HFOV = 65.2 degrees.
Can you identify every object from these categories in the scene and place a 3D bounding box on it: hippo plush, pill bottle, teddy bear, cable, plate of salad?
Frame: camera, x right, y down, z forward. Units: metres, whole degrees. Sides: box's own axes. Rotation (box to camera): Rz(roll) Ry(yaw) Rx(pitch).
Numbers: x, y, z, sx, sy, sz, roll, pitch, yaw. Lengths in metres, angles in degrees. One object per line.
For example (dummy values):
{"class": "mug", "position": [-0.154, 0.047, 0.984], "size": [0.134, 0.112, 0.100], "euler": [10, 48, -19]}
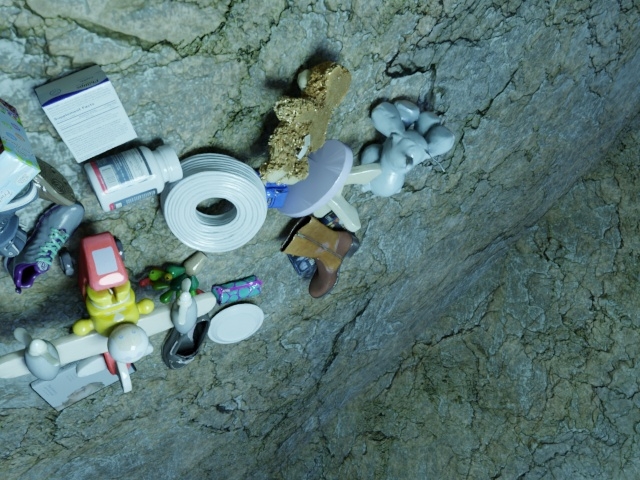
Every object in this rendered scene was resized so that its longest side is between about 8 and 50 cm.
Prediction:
{"class": "hippo plush", "position": [0.242, -0.235, 1.458], "size": [0.234, 0.294, 0.237], "euler": [-3, 144, -26]}
{"class": "pill bottle", "position": [-0.397, -0.141, 1.075], "size": [0.180, 0.108, 0.108], "euler": [-24, 143, -23]}
{"class": "teddy bear", "position": [-0.052, -0.281, 1.218], "size": [0.245, 0.113, 0.338], "euler": [-23, 141, -51]}
{"class": "cable", "position": [-0.260, -0.086, 1.227], "size": [0.257, 0.089, 0.257], "euler": [-40, 129, 23]}
{"class": "plate of salad", "position": [-0.292, 0.281, 1.720], "size": [0.199, 0.048, 0.200], "euler": [-16, 136, -16]}

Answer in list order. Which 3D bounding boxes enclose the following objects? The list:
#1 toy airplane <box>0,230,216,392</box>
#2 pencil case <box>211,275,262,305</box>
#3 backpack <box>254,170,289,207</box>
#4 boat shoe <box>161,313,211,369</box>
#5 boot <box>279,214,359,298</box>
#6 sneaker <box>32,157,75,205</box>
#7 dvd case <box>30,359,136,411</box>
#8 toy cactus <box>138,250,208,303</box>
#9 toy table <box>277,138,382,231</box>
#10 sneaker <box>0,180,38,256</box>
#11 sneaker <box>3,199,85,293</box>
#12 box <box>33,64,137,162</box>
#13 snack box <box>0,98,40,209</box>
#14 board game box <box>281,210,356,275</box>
{"class": "toy airplane", "position": [-0.482, 0.215, 1.177], "size": [0.386, 0.272, 0.384], "euler": [-53, 134, -4]}
{"class": "pencil case", "position": [-0.264, 0.158, 1.588], "size": [0.151, 0.065, 0.070], "euler": [-14, 164, -34]}
{"class": "backpack", "position": [-0.152, -0.135, 1.328], "size": [0.120, 0.101, 0.098], "euler": [-3, 126, -35]}
{"class": "boat shoe", "position": [-0.426, 0.323, 1.593], "size": [0.112, 0.095, 0.335], "euler": [-8, 135, -39]}
{"class": "boot", "position": [-0.023, 0.063, 1.608], "size": [0.264, 0.096, 0.280], "euler": [-50, 144, 16]}
{"class": "sneaker", "position": [-0.572, -0.121, 0.983], "size": [0.071, 0.066, 0.188], "euler": [-26, 142, 9]}
{"class": "dvd case", "position": [-0.696, 0.408, 1.495], "size": [0.253, 0.022, 0.180], "euler": [-27, 144, -20]}
{"class": "toy cactus", "position": [-0.384, 0.109, 1.399], "size": [0.180, 0.112, 0.219], "euler": [-49, 138, -4]}
{"class": "toy table", "position": [0.022, -0.151, 1.374], "size": [0.160, 0.252, 0.274], "euler": [17, 153, -42]}
{"class": "sneaker", "position": [-0.594, -0.045, 0.956], "size": [0.226, 0.086, 0.163], "euler": [-8, 146, 15]}
{"class": "sneaker", "position": [-0.583, 0.015, 1.082], "size": [0.223, 0.098, 0.083], "euler": [-45, 146, 7]}
{"class": "box", "position": [-0.441, -0.239, 0.949], "size": [0.126, 0.072, 0.137], "euler": [-29, 146, -16]}
{"class": "snack box", "position": [-0.571, -0.128, 0.829], "size": [0.174, 0.207, 0.070], "euler": [-42, 145, 4]}
{"class": "board game box", "position": [0.000, 0.000, 1.682], "size": [0.243, 0.042, 0.165], "euler": [-34, 146, -8]}
